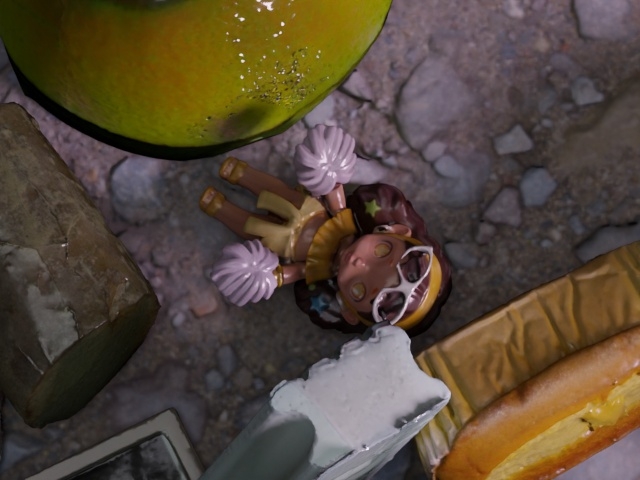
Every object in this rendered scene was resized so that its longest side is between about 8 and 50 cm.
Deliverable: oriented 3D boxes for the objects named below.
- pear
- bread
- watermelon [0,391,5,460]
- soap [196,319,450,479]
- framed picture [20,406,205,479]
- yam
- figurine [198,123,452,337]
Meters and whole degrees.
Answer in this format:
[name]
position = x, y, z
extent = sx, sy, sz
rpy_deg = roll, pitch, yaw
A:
[pear]
position = -0.130, -0.281, 1.589
extent = 0.399, 0.165, 0.399
rpy_deg = -1, 84, 5
[bread]
position = 0.205, 0.114, 1.526
extent = 0.288, 0.152, 0.119
rpy_deg = -28, 62, 1
[watermelon]
position = -0.328, 0.169, 1.609
extent = 0.094, 0.081, 0.180
rpy_deg = 3, 100, -12
[soap]
position = -0.016, 0.182, 1.479
extent = 0.150, 0.261, 0.094
rpy_deg = -30, 77, -42
[framed picture]
position = -0.164, 0.338, 1.574
extent = 0.240, 0.020, 0.324
rpy_deg = -24, 82, -9
[yam]
position = -0.260, 0.012, 1.574
extent = 0.161, 0.161, 0.268
rpy_deg = -36, 80, 0
[figurine]
position = 0.002, 0.001, 1.572
extent = 0.240, 0.116, 0.174
rpy_deg = 30, 85, 14
